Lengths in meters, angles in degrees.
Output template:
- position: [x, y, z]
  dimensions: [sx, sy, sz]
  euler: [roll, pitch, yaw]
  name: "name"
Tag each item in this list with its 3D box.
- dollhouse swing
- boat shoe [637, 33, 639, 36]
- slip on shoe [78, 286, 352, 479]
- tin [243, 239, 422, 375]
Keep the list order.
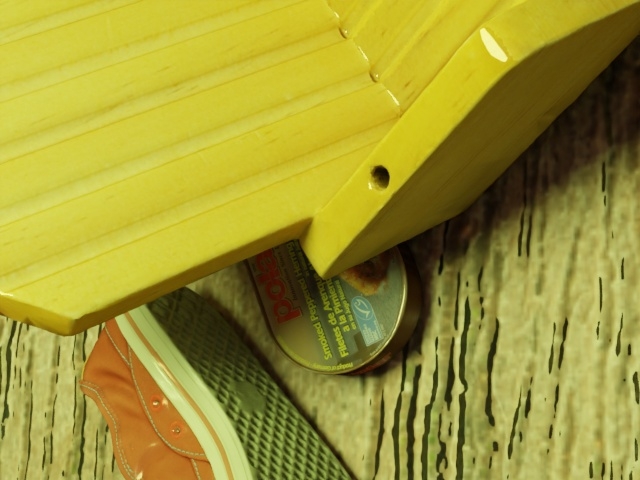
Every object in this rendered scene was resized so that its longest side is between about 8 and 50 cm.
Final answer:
- position: [-0.067, -0.168, 0.710]
  dimensions: [0.347, 0.305, 0.315]
  euler: [58, 137, 17]
  name: "dollhouse swing"
- position: [0.231, -0.136, 0.714]
  dimensions: [0.307, 0.111, 0.104]
  euler: [25, 96, 40]
  name: "boat shoe"
- position: [-0.053, 0.165, 0.797]
  dimensions: [0.101, 0.123, 0.331]
  euler: [-51, 56, 19]
  name: "slip on shoe"
- position: [0.000, 0.000, 0.844]
  dimensions: [0.106, 0.040, 0.189]
  euler: [-27, 68, 17]
  name: "tin"
